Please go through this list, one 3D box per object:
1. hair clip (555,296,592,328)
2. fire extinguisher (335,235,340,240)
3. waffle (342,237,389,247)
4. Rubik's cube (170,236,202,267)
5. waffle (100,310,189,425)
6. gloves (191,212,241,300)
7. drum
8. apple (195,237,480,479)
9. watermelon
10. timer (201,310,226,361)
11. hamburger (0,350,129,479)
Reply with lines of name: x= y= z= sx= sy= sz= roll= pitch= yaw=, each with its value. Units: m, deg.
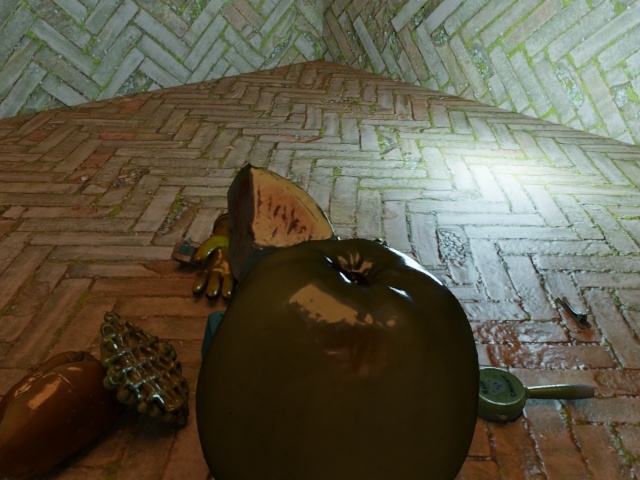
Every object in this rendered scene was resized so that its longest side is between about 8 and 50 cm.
hair clip: x=0.621 y=0.167 z=1.464 sx=0.030 sy=0.039 sz=0.115 roll=-1 pitch=27 yaw=-16
fire extinguisher: x=0.000 y=0.000 z=1.719 sx=0.173 sy=0.035 sz=0.049 roll=11 pitch=27 yaw=21
waffle: x=0.101 y=0.057 z=1.603 sx=0.207 sy=0.054 sz=0.214 roll=-5 pitch=33 yaw=-8
Rubik's cube: x=-0.347 y=0.028 z=1.593 sx=0.075 sy=0.073 sz=0.084 roll=15 pitch=-12 yaw=4
waffle: x=-0.327 y=0.248 z=1.117 sx=0.054 sy=0.223 sz=0.204 roll=-39 pitch=42 yaw=7
gloves: x=-0.244 y=0.056 z=1.549 sx=0.133 sy=0.116 sz=0.294 roll=0 pitch=36 yaw=4
drum: x=0.410 y=0.295 z=1.209 sx=0.253 sy=0.049 sz=0.130 roll=-8 pitch=31 yaw=-18
apple: x=0.032 y=0.220 z=0.938 sx=0.473 sy=0.474 sz=0.474 roll=2 pitch=30 yaw=-1
watermelon: x=-0.123 y=0.002 z=1.482 sx=0.387 sy=0.228 sz=0.258 roll=45 pitch=62 yaw=7
timer: x=-0.113 y=0.251 z=1.256 sx=0.250 sy=0.091 sz=0.232 roll=5 pitch=27 yaw=-19
hamburger: x=-0.461 y=0.293 z=1.048 sx=0.144 sy=0.157 sz=0.283 roll=18 pitch=31 yaw=25
